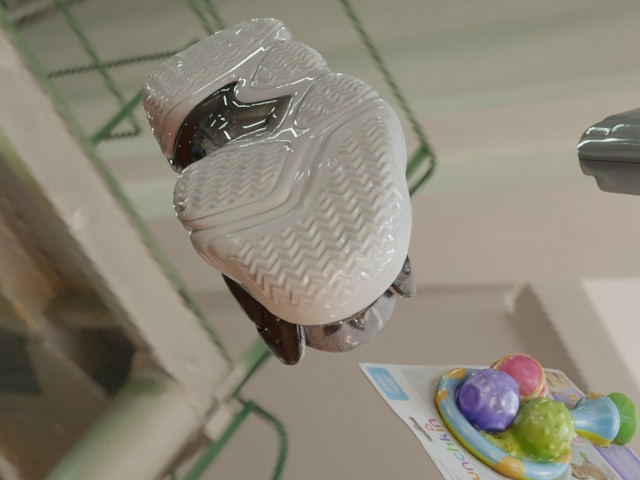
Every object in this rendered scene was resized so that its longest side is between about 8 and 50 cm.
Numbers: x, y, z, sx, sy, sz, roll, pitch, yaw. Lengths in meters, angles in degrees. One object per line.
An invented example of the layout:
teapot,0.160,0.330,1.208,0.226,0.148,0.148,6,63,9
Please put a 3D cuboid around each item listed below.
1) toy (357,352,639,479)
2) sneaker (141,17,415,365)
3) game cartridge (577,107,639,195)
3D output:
toy,0.154,0.124,1.177,0.137,0.237,0.056,51,-62,37
sneaker,0.000,0.000,0.744,0.153,0.101,0.268,62,-2,-28
game cartridge,0.338,-0.089,1.057,0.198,0.297,0.062,180,-105,-81
